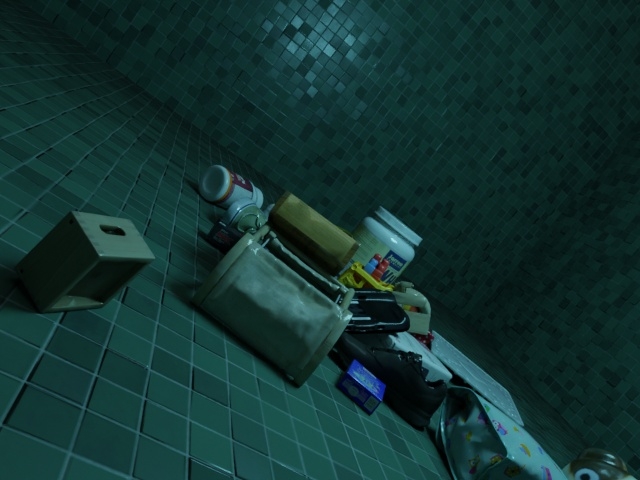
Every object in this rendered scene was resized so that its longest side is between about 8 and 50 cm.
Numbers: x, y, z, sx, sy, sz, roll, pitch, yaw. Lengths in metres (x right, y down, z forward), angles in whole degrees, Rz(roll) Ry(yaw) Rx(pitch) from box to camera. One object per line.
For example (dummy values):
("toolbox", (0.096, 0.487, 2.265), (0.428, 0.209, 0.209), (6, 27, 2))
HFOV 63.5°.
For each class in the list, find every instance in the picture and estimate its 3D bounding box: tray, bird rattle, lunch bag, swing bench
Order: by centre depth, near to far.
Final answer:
("swing bench", (-0.077, 0.110, 1.026), (0.253, 0.165, 0.255), (38, 9, -1))
("lunch bag", (0.380, 0.455, 1.125), (0.223, 0.160, 0.262), (34, 14, -18))
("tray", (-0.046, 0.026, 1.309), (0.202, 0.076, 0.411), (36, -18, 1))
("bird rattle", (0.276, 0.249, 1.715), (0.253, 0.207, 0.143), (36, 40, 9))

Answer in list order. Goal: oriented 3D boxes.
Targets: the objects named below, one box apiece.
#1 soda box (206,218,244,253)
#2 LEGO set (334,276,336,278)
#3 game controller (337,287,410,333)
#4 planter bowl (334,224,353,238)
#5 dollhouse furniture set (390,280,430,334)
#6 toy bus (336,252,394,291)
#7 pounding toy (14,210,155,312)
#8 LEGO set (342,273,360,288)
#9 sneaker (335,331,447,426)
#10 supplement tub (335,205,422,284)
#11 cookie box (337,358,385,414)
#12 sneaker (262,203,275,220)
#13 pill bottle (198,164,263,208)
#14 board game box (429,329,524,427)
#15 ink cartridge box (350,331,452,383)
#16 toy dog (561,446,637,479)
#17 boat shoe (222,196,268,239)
("soda box", (-0.209, 0.017, 1.333), (0.168, 0.060, 0.053), (36, 6, -12))
("LEGO set", (-0.026, 0.072, 1.688), (0.287, 0.132, 0.107), (0, -46, 54))
("game controller", (0.074, 0.178, 1.309), (0.318, 0.067, 0.167), (3, 36, -27))
("planter bowl", (0.000, 0.000, 1.835), (0.217, 0.091, 0.217), (15, 15, -4))
("dollhouse furniture set", (0.277, 0.202, 1.559), (0.123, 0.144, 0.151), (9, -7, 17))
("toy bus", (0.158, 0.158, 1.620), (0.220, 0.211, 0.149), (40, 7, 6))
("pounding toy", (-0.310, 0.025, 0.685), (0.100, 0.130, 0.141), (52, 12, 14))
("LEGO set", (0.080, 0.156, 1.500), (0.227, 0.087, 0.093), (57, 9, 24))
("sneaker", (0.163, 0.291, 1.189), (0.286, 0.130, 0.109), (37, 10, 1))
("supplement tub", (0.194, 0.061, 1.893), (0.235, 0.325, 0.235), (37, 9, -6))
("cookie box", (0.089, 0.306, 1.090), (0.091, 0.040, 0.107), (39, 9, 9))
("sneaker", (-0.120, -0.045, 1.874), (0.252, 0.111, 0.103), (32, 10, -39))
("pill bottle", (-0.296, -0.164, 1.744), (0.121, 0.121, 0.221), (42, 10, 29))
("board game box", (0.560, 0.514, 1.944), (0.390, 0.050, 0.390), (40, 9, 9))
("ink cartridge box", (0.212, 0.309, 1.394), (0.237, 0.100, 0.172), (34, 8, -29))
("toy dog", (0.693, 0.631, 1.092), (0.407, 0.285, 0.395), (37, 5, 6))
("boat shoe", (-0.211, -0.062, 1.610), (0.094, 0.109, 0.302), (41, 6, 9))
